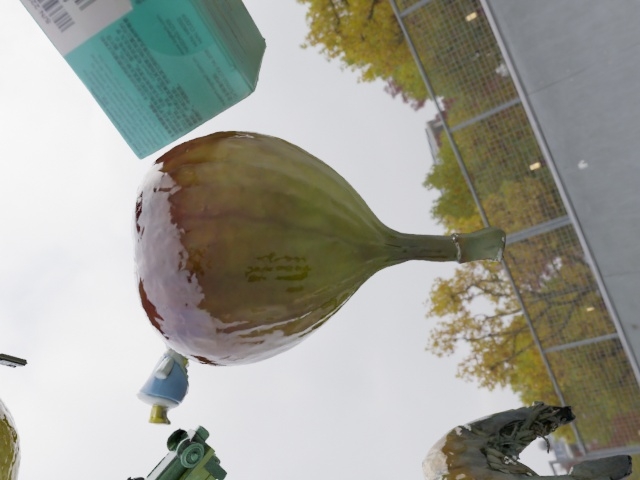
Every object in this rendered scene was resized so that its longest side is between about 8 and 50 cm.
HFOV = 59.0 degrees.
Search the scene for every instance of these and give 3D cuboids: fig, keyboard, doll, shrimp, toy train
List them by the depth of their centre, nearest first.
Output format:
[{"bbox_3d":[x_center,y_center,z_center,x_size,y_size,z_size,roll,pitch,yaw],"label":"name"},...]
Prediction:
[{"bbox_3d":[-0.011,-0.009,0.380,0.160,0.230,0.143,75,170,-50],"label":"fig"},{"bbox_3d":[0.196,0.194,0.515,0.217,0.150,0.051,-10,-87,-37],"label":"shrimp"},{"bbox_3d":[-0.158,0.265,0.618,0.122,0.050,0.081,-45,-61,-23],"label":"toy train"},{"bbox_3d":[-0.655,0.232,1.125,0.129,0.049,0.015,36,-137,-47],"label":"keyboard"},{"bbox_3d":[-0.301,0.257,1.167,0.135,0.098,0.241,47,-121,-48],"label":"doll"}]

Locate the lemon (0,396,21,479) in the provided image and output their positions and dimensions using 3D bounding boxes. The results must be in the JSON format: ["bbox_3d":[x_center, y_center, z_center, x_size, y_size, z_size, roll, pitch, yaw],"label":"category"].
[{"bbox_3d":[-0.467,0.236,0.591,0.284,0.260,0.261,80,-166,-45],"label":"lemon"}]

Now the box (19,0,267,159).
[{"bbox_3d":[-0.152,-0.225,0.534,0.205,0.118,0.311,59,-169,-25],"label":"box"}]
